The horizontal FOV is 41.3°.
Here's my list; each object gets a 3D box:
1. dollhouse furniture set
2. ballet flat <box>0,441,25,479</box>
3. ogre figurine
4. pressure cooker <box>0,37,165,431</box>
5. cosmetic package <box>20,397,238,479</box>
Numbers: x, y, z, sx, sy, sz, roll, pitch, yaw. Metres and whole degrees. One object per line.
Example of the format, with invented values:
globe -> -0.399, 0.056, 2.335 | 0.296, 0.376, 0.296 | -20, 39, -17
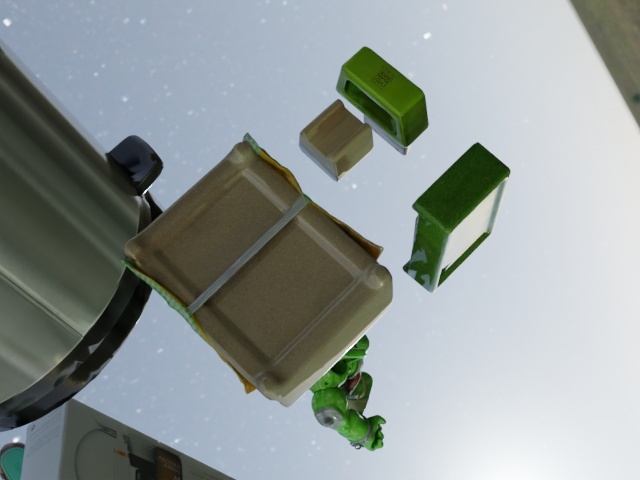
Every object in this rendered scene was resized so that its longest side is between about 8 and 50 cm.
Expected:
dollhouse furniture set -> 0.000, 0.000, 0.792 | 0.197, 0.301, 0.151 | 43, 166, 17
ballet flat -> -0.432, 0.412, 1.324 | 0.221, 0.077, 0.079 | 59, 163, 3
ogre figurine -> 0.015, 0.139, 0.968 | 0.118, 0.097, 0.197 | 21, -110, -61
pressure cooker -> -0.388, 0.006, 0.919 | 0.420, 0.370, 0.375 | 52, -145, -44
cosmetic package -> -0.218, 0.409, 1.110 | 0.377, 0.097, 0.284 | 38, -152, -35
